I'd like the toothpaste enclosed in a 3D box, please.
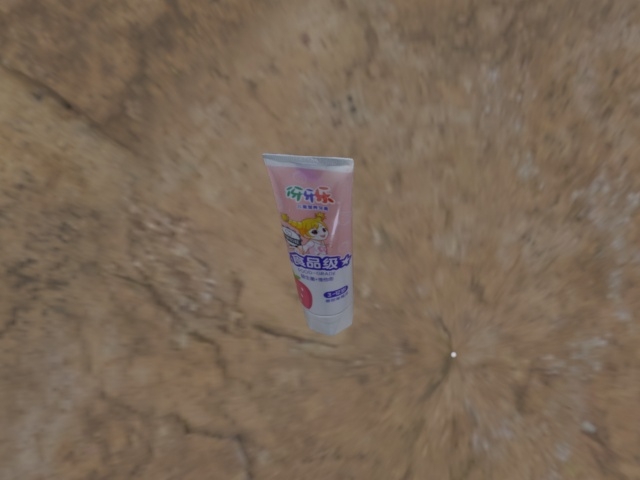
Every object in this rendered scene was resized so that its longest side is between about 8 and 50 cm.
[{"bbox_3d":[0.000,0.000,1.422,0.067,0.194,0.043,5,52,11],"label":"toothpaste"}]
